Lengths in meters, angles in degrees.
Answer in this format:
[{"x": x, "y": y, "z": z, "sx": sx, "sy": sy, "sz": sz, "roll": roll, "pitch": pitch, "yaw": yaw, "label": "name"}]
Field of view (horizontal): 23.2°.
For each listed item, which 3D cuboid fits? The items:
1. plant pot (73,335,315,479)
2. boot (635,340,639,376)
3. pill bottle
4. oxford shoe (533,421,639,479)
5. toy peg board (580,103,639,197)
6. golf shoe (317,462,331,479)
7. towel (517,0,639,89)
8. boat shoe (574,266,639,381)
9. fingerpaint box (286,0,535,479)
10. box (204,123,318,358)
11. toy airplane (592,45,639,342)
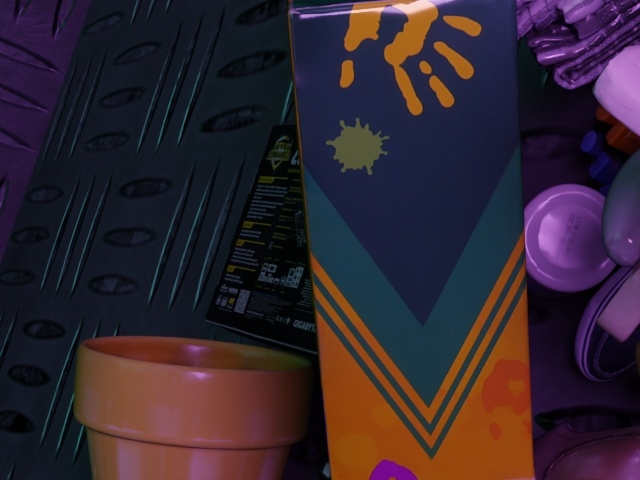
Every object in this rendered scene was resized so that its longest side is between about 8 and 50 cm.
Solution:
[{"x": -0.142, "y": 0.235, "z": 1.669, "sx": 0.254, "sy": 0.254, "sz": 0.239, "roll": 9, "pitch": 94, "yaw": 63, "label": "plant pot"}, {"x": 0.298, "y": 0.129, "z": 1.065, "sx": 0.073, "sy": 0.197, "sz": 0.152, "roll": -45, "pitch": -9, "yaw": 1, "label": "boot"}, {"x": 0.196, "y": 0.004, "z": 1.304, "sx": 0.160, "sy": 0.087, "sz": 0.087, "roll": 97, "pitch": -167, "yaw": -86, "label": "pill bottle"}, {"x": 0.171, "y": 0.226, "z": 1.241, "sx": 0.133, "sy": 0.130, "sz": 0.364, "roll": -49, "pitch": 11, "yaw": -30, "label": "oxford shoe"}, {"x": 0.273, "y": -0.084, "z": 1.286, "sx": 0.160, "sy": 0.079, "sz": 0.161, "roll": -52, "pitch": 30, "yaw": 29, "label": "toy peg board"}, {"x": 0.012, "y": 0.302, "z": 1.456, "sx": 0.077, "sy": 0.094, "sz": 0.198, "roll": 139, "pitch": 148, "yaw": -66, "label": "golf shoe"}, {"x": 0.270, "y": -0.260, "z": 1.291, "sx": 0.284, "sy": 0.121, "sz": 0.235, "roll": -30, "pitch": 34, "yaw": 16, "label": "towel"}, {"x": 0.268, "y": 0.050, "z": 1.209, "sx": 0.183, "sy": 0.065, "sz": 0.083, "roll": -57, "pitch": 27, "yaw": 19, "label": "boat shoe"}, {"x": 0.064, "y": -0.063, "z": 1.276, "sx": 0.445, "sy": 0.163, "sz": 0.371, "roll": -96, "pitch": 1, "yaw": -70, "label": "fingerpaint box"}, {"x": 0.000, "y": 0.000, "z": 1.743, "sx": 0.322, "sy": 0.079, "sz": 0.257, "roll": 7, "pitch": 75, "yaw": 63, "label": "box"}, {"x": 0.282, "y": -0.115, "z": 0.876, "sx": 0.386, "sy": 0.384, "sz": 0.272, "roll": -37, "pitch": 64, "yaw": 4, "label": "toy airplane"}]
